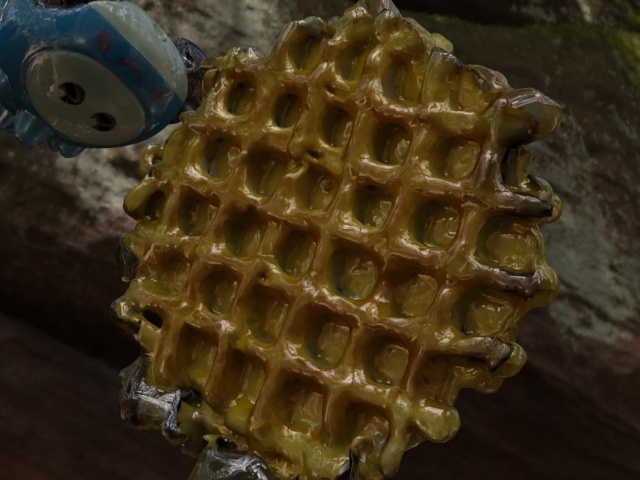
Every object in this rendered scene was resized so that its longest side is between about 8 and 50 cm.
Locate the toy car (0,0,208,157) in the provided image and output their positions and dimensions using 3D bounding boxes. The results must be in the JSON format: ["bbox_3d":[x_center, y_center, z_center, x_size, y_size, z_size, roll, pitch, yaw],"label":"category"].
[{"bbox_3d":[-0.244,-0.173,0.956,0.190,0.255,0.188,-51,-50,-9],"label":"toy car"}]

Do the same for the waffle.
[{"bbox_3d":[-0.008,0.007,0.585,0.329,0.329,0.062,-23,-23,25],"label":"waffle"}]
